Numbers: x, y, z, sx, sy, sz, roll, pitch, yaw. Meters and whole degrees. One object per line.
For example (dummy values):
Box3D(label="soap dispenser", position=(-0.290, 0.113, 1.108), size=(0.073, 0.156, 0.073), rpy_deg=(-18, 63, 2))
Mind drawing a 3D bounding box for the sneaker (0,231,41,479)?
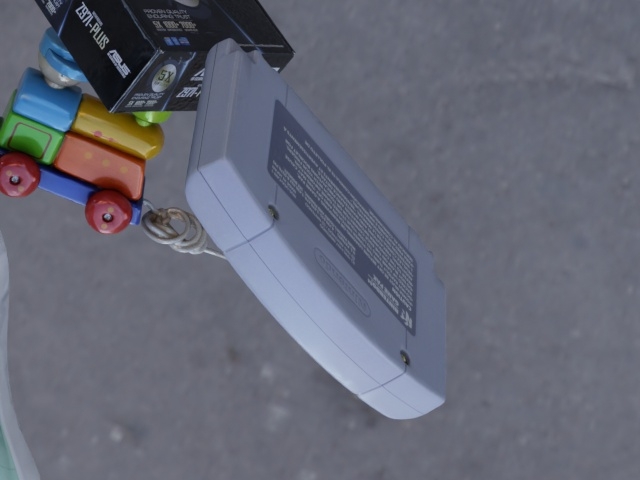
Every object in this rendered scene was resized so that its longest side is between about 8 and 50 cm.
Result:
Box3D(label="sneaker", position=(-0.220, 0.114, 0.992), size=(0.094, 0.151, 0.256), rpy_deg=(12, 119, 30))

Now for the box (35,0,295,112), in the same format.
Box3D(label="box", position=(-0.133, -0.187, 1.688), size=(0.077, 0.180, 0.147), rpy_deg=(-48, 65, 30))

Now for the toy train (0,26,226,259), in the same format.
Box3D(label="toy train", position=(-0.160, -0.084, 1.755), size=(0.248, 0.105, 0.143), rpy_deg=(22, 119, -13))

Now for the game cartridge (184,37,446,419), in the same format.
Box3D(label="game cartridge", position=(0.000, 0.000, 1.569), size=(0.062, 0.198, 0.297), rpy_deg=(-25, 123, 27))
